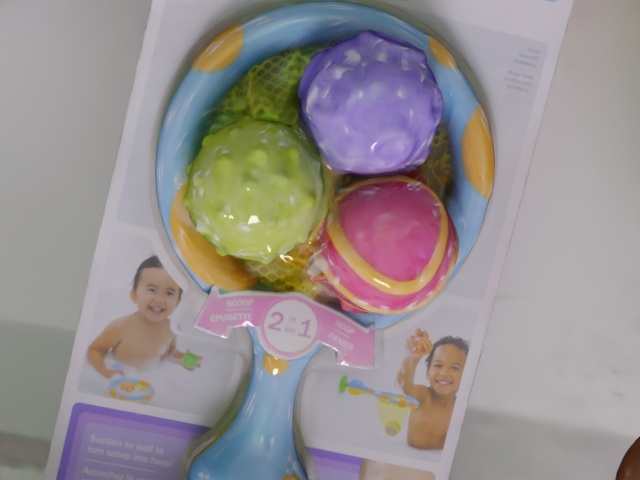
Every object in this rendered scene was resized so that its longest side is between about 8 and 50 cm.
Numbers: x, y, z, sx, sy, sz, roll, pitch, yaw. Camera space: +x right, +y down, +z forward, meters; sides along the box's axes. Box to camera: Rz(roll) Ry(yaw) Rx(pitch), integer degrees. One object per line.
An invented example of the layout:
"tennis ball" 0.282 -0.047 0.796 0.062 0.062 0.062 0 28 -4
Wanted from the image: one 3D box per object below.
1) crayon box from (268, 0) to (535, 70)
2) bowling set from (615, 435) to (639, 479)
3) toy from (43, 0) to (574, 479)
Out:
"crayon box" 0.061 -0.220 0.581 0.318 0.081 0.202 -45 105 -5
"bowling set" 0.203 0.113 0.526 0.200 0.154 0.287 29 77 30
"toy" 0.000 0.000 0.537 0.137 0.056 0.237 12 101 -12
